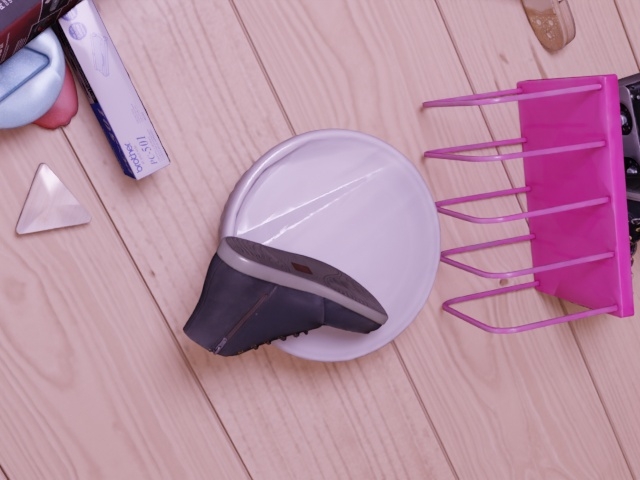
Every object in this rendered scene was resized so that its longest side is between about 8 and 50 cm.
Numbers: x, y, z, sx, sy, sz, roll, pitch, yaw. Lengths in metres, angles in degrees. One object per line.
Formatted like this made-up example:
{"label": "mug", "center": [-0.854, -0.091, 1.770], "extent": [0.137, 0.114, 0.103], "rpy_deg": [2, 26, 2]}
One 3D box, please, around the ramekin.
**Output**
{"label": "ramekin", "center": [0.000, 0.000, 1.149], "extent": [0.272, 0.127, 0.273], "rpy_deg": [-3, 99, -19]}

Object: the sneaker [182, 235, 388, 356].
{"label": "sneaker", "center": [-0.038, 0.081, 1.048], "extent": [0.222, 0.083, 0.118], "rpy_deg": [21, 109, -27]}

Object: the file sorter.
{"label": "file sorter", "center": [0.246, -0.048, 1.190], "extent": [0.182, 0.202, 0.291], "rpy_deg": [-10, 100, -16]}

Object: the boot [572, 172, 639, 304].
{"label": "boot", "center": [0.405, 0.005, 1.242], "extent": [0.085, 0.236, 0.179], "rpy_deg": [-17, 107, -33]}

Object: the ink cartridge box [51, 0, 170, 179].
{"label": "ink cartridge box", "center": [-0.238, -0.171, 1.059], "extent": [0.046, 0.097, 0.207], "rpy_deg": [-28, 105, -14]}

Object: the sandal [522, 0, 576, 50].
{"label": "sandal", "center": [0.245, -0.337, 1.212], "extent": [0.079, 0.088, 0.240], "rpy_deg": [-39, 112, -17]}

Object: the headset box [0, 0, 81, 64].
{"label": "headset box", "center": [-0.322, -0.309, 0.909], "extent": [0.218, 0.110, 0.293], "rpy_deg": [47, 65, -8]}

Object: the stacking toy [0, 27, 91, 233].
{"label": "stacking toy", "center": [-0.393, -0.096, 0.998], "extent": [0.309, 0.130, 0.280], "rpy_deg": [-21, 103, -15]}

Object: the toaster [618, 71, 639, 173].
{"label": "toaster", "center": [0.477, -0.156, 1.304], "extent": [0.185, 0.110, 0.168], "rpy_deg": [-19, 103, -16]}
